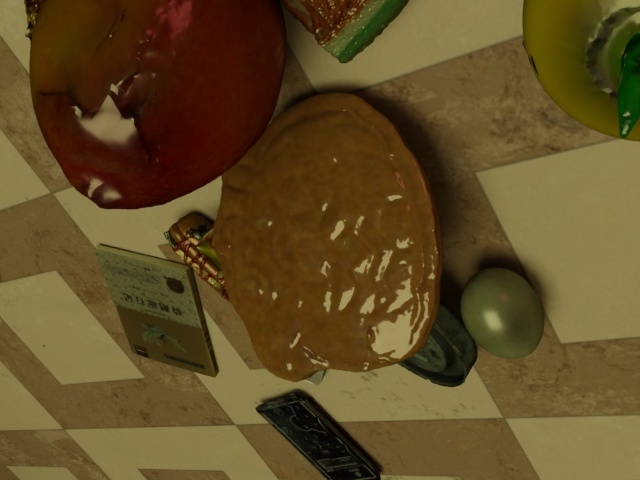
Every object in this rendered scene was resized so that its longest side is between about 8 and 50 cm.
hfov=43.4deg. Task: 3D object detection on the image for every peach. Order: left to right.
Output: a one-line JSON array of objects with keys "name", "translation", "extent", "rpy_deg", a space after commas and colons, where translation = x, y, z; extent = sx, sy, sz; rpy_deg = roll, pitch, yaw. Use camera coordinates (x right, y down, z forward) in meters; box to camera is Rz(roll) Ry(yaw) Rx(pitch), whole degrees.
[{"name": "peach", "translation": [-0.197, -0.208, 0.983], "extent": [0.372, 0.372, 0.290], "rpy_deg": [-25, 116, 43]}]

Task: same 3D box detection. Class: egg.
[{"name": "egg", "translation": [0.268, 0.109, 1.181], "extent": [0.114, 0.114, 0.152], "rpy_deg": [-11, 122, 37]}]

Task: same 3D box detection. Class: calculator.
[{"name": "calculator", "translation": [-0.006, 0.425, 1.702], "extent": [0.274, 0.028, 0.165], "rpy_deg": [47, 136, -16]}]

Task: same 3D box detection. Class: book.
[{"name": "book", "translation": [-0.330, 0.149, 1.644], "extent": [0.217, 0.021, 0.310], "rpy_deg": [12, 134, 21]}]

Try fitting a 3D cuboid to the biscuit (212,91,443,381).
[{"name": "biscuit", "translation": [-0.001, 0.000, 1.130], "extent": [0.365, 0.062, 0.385], "rpy_deg": [-18, 85, 32]}]

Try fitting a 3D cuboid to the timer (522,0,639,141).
[{"name": "timer", "translation": [0.313, -0.199, 0.755], "extent": [0.285, 0.285, 0.285], "rpy_deg": [16, 135, 17]}]

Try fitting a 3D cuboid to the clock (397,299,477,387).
[{"name": "clock", "translation": [0.147, 0.142, 1.285], "extent": [0.226, 0.049, 0.226], "rpy_deg": [33, 154, 18]}]

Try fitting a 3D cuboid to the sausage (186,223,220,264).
[{"name": "sausage", "translation": [-0.080, -0.001, 1.289], "extent": [0.317, 0.125, 0.117], "rpy_deg": [7, 136, 29]}]

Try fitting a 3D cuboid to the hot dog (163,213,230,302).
[{"name": "hot dog", "translation": [-0.168, 0.056, 1.422], "extent": [0.250, 0.076, 0.104], "rpy_deg": [46, 135, -11]}]

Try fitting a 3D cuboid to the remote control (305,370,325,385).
[{"name": "remote control", "translation": [-0.023, 0.171, 1.472], "extent": [0.103, 0.034, 0.250], "rpy_deg": [24, 137, 9]}]

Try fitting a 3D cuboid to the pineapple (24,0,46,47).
[{"name": "pineapple", "translation": [-0.357, -0.384, 1.124], "extent": [0.164, 0.140, 0.250], "rpy_deg": [-134, 40, -53]}]

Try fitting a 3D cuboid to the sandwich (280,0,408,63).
[{"name": "sandwich", "translation": [0.010, -0.295, 0.926], "extent": [0.185, 0.160, 0.109], "rpy_deg": [-55, 49, 42]}]
